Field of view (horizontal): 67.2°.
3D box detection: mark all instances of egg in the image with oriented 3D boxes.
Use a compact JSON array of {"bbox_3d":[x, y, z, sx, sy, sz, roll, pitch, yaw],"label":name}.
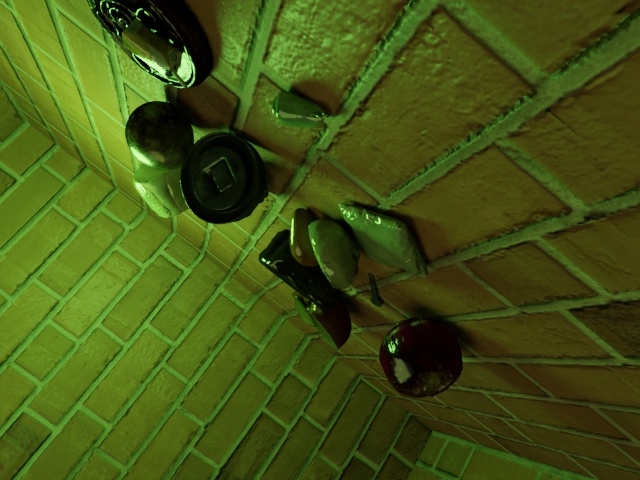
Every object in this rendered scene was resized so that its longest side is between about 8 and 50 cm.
[{"bbox_3d":[-0.580,-0.372,1.751,0.289,0.238,0.238,60,177,37],"label":"egg"}]

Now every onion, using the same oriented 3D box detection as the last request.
[{"bbox_3d":[0.396,0.447,1.999,0.348,0.348,0.385,47,-168,-27],"label":"onion"}]

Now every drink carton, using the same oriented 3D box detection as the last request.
[{"bbox_3d":[-0.423,-0.492,1.281,0.200,0.074,0.084,35,157,-11],"label":"drink carton"}]

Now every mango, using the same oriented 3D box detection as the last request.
[{"bbox_3d":[-0.060,-0.007,1.859,0.113,0.138,0.253,15,128,44],"label":"mango"}]

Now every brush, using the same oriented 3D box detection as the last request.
[{"bbox_3d":[0.234,0.213,2.084,0.062,0.027,0.266,25,153,28],"label":"brush"}]

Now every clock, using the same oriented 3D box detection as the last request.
[{"bbox_3d":[-0.338,-0.214,1.673,0.319,0.318,0.066,29,-168,19],"label":"clock"}]

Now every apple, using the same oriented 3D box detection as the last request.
[{"bbox_3d":[-0.004,0.382,2.470,0.329,0.295,0.365,0,145,15],"label":"apple"}]

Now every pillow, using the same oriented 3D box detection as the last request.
[{"bbox_3d":[0.203,0.005,1.590,0.274,0.076,0.280,21,155,40],"label":"pillow"}]

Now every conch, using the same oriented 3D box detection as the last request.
[{"bbox_3d":[-0.055,-0.334,1.275,0.170,0.079,0.106,23,172,16],"label":"conch"}]

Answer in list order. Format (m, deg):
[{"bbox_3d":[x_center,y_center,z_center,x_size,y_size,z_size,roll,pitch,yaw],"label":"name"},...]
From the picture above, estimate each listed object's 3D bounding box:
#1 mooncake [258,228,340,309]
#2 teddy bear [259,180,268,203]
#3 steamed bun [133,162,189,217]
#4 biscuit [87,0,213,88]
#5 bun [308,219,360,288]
[{"bbox_3d":[-0.081,0.118,2.097,0.381,0.212,0.351,43,164,-26],"label":"mooncake"},{"bbox_3d":[-0.271,-0.175,1.842,0.251,0.171,0.144,117,135,-62],"label":"teddy bear"},{"bbox_3d":[-0.684,-0.266,2.235,0.272,0.273,0.290,-1,144,35],"label":"steamed bun"},{"bbox_3d":[-0.491,-0.598,1.364,0.407,0.091,0.407,31,158,14],"label":"biscuit"},{"bbox_3d":[0.065,0.037,1.728,0.287,0.146,0.287,-25,-90,-84],"label":"bun"}]
